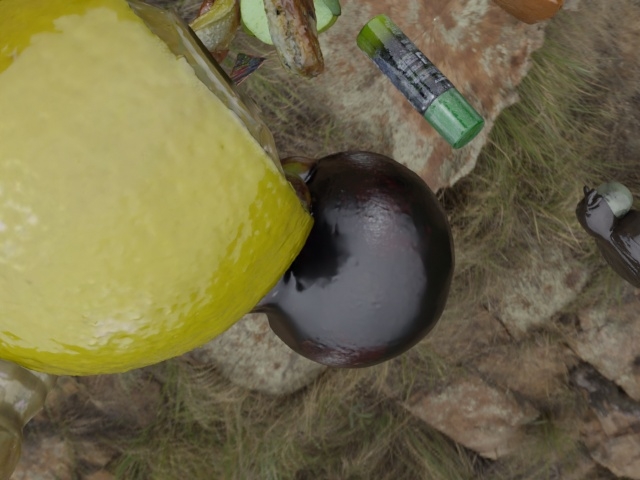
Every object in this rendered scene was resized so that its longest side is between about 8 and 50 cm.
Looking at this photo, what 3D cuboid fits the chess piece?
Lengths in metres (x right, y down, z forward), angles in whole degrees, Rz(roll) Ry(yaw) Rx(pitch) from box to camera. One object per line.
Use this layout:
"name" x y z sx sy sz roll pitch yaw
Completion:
"chess piece" -0.456 0.275 0.854 0.137 0.301 0.137 3 133 3

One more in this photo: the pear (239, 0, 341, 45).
"pear" -0.103 -0.660 1.848 0.292 0.159 0.293 3 108 10

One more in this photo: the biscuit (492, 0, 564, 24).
"biscuit" 0.216 -0.330 0.799 0.192 0.186 0.036 34 97 -12

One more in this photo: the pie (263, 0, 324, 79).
"pie" -0.064 -0.459 1.346 0.085 0.308 0.309 -15 105 11

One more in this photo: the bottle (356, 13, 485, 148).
"bottle" 0.211 -0.340 1.413 0.093 0.093 0.330 -45 73 20

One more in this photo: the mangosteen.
"mangosteen" 0.025 0.030 0.870 0.296 0.313 0.297 14 111 39

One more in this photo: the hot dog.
"hot dog" -0.217 -0.303 1.121 0.093 0.123 0.262 26 112 -4

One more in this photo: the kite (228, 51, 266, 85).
"kite" -0.212 -0.444 1.724 0.183 0.241 0.014 -33 89 -19

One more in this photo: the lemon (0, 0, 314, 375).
"lemon" -0.206 -0.037 0.611 0.363 0.364 0.365 3 109 9

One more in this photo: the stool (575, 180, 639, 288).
"stool" 0.492 -0.017 1.041 0.121 0.125 0.217 -39 96 2
